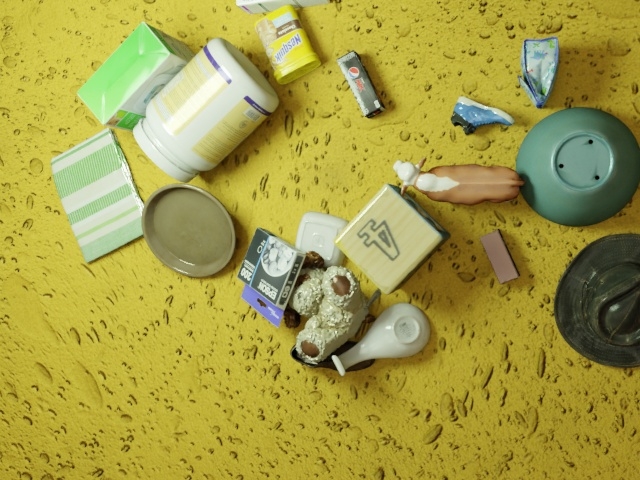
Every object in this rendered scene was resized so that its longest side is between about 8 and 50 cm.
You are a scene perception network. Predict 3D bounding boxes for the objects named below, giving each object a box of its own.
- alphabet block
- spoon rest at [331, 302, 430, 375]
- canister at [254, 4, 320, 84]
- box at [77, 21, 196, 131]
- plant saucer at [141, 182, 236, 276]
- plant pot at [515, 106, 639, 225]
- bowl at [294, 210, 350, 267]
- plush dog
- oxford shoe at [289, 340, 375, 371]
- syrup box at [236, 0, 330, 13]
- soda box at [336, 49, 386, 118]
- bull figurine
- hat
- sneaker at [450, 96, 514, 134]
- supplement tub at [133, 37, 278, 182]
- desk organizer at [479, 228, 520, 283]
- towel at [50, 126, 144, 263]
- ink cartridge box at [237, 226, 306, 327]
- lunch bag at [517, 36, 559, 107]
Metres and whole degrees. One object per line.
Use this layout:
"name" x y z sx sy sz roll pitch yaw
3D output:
"alphabet block" 0.180 -0.005 1.829 0.193 0.192 0.197 45 103 12
"spoon rest" 0.153 0.257 1.874 0.276 0.084 0.137 -25 83 -15
"canister" -0.090 -0.518 1.947 0.126 0.073 0.169 -25 84 14
"box" -0.470 -0.425 1.970 0.262 0.231 0.126 -42 79 12
"plant saucer" -0.355 -0.030 2.006 0.278 0.041 0.277 7 116 14
"plant pot" 0.600 -0.176 1.705 0.290 0.195 0.290 0 91 16
"bowl" 0.000 0.000 1.949 0.142 0.053 0.142 14 97 15
"plush dog" 0.008 0.152 1.903 0.225 0.211 0.262 34 110 31
"oxford shoe" 0.028 0.307 1.929 0.227 0.096 0.082 0 90 14
"syrup box" -0.099 -0.664 1.932 0.237 0.096 0.093 -3 91 14
"soda box" 0.106 -0.402 1.903 0.053 0.060 0.168 -26 86 16
"bull figurine" 0.332 -0.138 1.782 0.311 0.188 0.101 8 93 15
"hat" 0.709 0.145 1.719 0.332 0.134 0.331 0 92 16
"sneaker" 0.396 -0.292 1.826 0.152 0.058 0.084 25 92 17
"supplement tub" -0.299 -0.334 1.923 0.331 0.241 0.241 -41 81 13
"desk organizer" 0.445 0.040 1.831 0.050 0.047 0.130 -25 85 17
"towel" -0.635 -0.130 2.128 0.248 0.038 0.324 -24 87 16
"ink cartridge box" -0.140 0.093 1.938 0.206 0.045 0.208 30 102 50
"lunch bag" 0.520 -0.394 1.754 0.096 0.129 0.151 -3 93 17
